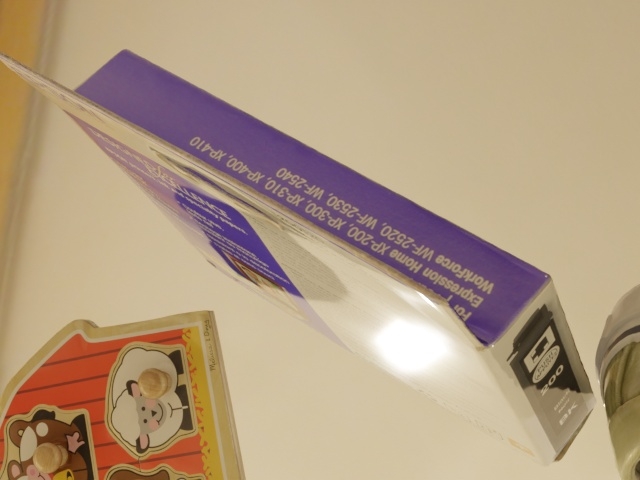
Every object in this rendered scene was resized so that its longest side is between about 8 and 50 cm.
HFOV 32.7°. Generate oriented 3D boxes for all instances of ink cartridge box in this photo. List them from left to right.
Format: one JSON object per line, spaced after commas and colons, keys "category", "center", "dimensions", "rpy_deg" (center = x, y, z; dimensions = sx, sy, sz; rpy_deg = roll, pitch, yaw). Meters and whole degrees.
{"category": "ink cartridge box", "center": [0.000, 0.000, 0.430], "dimensions": [0.206, 0.208, 0.045], "rpy_deg": [30, -100, 28]}

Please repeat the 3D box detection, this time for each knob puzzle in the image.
{"category": "knob puzzle", "center": [-0.144, 0.145, 0.687], "dimensions": [0.213, 0.030, 0.213], "rpy_deg": [-1, -94, 20]}

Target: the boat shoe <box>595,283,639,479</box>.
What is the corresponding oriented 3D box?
{"category": "boat shoe", "center": [0.253, 0.048, 0.395], "dimensions": [0.302, 0.109, 0.094], "rpy_deg": [-15, -147, 25]}
